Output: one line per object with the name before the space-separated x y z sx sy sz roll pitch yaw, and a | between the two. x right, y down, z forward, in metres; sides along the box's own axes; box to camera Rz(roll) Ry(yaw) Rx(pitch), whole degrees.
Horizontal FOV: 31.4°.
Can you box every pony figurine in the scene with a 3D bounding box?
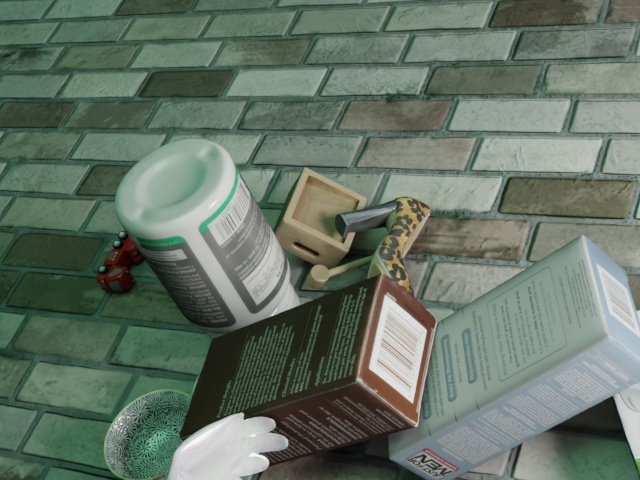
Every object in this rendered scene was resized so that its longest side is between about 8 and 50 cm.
pony figurine | -0.205 0.427 1.547 0.363 0.351 0.302 -28 77 43

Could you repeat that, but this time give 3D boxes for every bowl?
bowl | -0.254 0.331 1.828 0.170 0.080 0.170 -14 44 14

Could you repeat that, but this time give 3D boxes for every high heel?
high heel | 0.160 0.035 1.928 0.186 0.093 0.261 -13 59 -28

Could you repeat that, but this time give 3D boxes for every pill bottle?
pill bottle | -0.172 0.023 1.876 0.204 0.361 0.204 -13 45 14

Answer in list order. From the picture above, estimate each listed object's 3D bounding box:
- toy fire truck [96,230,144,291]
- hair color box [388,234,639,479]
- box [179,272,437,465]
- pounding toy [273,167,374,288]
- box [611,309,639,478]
toy fire truck | -0.333 0.020 2.186 0.135 0.047 0.192 5 52 28
hair color box | 0.263 0.175 1.601 0.374 0.114 0.185 -35 37 29
box | -0.022 0.209 1.696 0.381 0.143 0.191 -21 39 39
pounding toy | 0.007 0.008 1.994 0.181 0.094 0.206 26 54 -7
box | 0.530 0.197 1.549 0.262 0.126 0.231 -18 46 11
